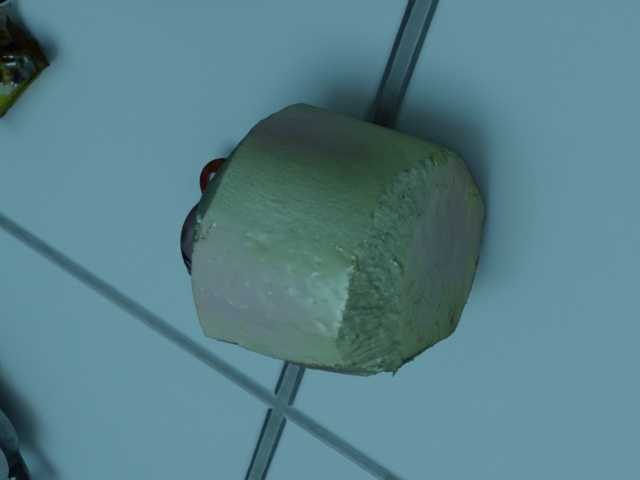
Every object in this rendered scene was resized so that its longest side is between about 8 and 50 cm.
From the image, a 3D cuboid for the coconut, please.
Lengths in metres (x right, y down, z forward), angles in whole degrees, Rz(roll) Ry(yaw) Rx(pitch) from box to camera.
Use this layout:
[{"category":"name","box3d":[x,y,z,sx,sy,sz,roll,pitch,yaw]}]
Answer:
[{"category":"coconut","box3d":[0.000,0.000,0.676,0.153,0.147,0.147,15,129,24]}]

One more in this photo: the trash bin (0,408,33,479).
[{"category":"trash bin","box3d":[-0.457,0.224,1.016,0.256,0.367,0.296,-23,106,44]}]

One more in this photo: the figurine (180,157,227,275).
[{"category":"figurine","box3d":[-0.054,-0.002,0.765,0.067,0.071,0.083,-7,137,-8]}]

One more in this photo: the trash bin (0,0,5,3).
[{"category":"trash bin","box3d":[-0.194,-0.197,0.557,0.203,0.301,0.252,46,135,1]}]

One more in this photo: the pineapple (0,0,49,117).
[{"category":"pineapple","box3d":[-0.244,-0.108,0.827,0.137,0.069,0.116,15,128,26]}]
